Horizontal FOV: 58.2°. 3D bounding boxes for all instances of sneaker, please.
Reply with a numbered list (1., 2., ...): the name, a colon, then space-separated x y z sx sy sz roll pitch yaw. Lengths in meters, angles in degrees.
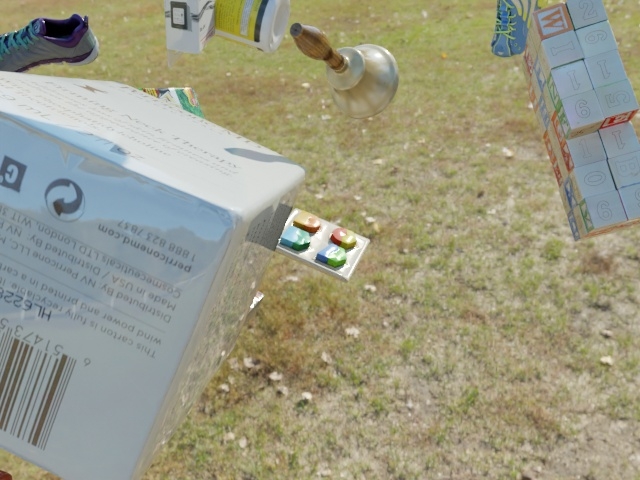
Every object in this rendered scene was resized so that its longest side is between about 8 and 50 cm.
1. sneaker: -0.493 -0.337 0.961 0.223 0.098 0.083 -17 76 -16
2. sneaker: 0.359 -0.406 1.047 0.091 0.126 0.240 21 8 26

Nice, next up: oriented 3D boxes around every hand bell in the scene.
1. hand bell: 0.020 -0.268 0.856 0.126 0.126 0.242 9 3 26

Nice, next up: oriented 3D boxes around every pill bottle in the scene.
1. pill bottle: -0.173 -0.442 1.091 0.208 0.119 0.119 19 35 6

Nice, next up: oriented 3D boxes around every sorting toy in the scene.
1. sorting toy: 0.000 0.000 1.258 0.192 0.038 0.208 23 30 8

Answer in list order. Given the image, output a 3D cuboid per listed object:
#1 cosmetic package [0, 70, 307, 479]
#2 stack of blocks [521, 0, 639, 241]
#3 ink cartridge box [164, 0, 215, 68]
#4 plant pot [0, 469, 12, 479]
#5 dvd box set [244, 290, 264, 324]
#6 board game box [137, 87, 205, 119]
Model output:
1. cosmetic package: -0.248 0.011 0.704 0.329 0.328 0.394 24 15 1
2. stack of blocks: 0.371 -0.161 0.804 0.087 0.298 0.171 -15 -11 12
3. ink cartridge box: -0.223 -0.395 0.992 0.060 0.180 0.104 10 39 2
4. plant pot: -0.588 0.406 0.702 0.235 0.268 0.267 19 14 20
5. dvd box set: -0.384 0.121 1.390 0.420 0.062 0.308 30 33 8
6. board game box: -0.277 -0.193 1.182 0.030 0.260 0.136 -27 -6 40
